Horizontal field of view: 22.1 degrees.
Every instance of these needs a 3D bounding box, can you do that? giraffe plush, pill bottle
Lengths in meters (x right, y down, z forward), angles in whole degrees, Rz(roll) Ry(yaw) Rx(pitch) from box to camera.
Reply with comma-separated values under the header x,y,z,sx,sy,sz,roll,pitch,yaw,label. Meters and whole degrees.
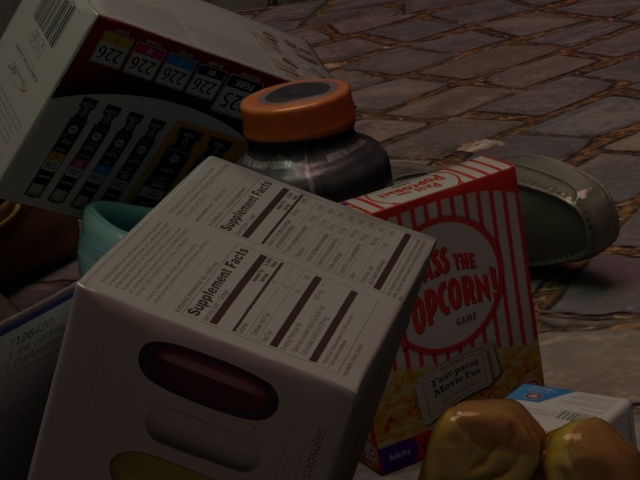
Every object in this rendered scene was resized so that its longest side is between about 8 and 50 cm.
x,y,z,sx,sy,sz,roll,pitch,yaw,label
0.095,0.174,0.922,0.210,0.181,0.170,-43,5,8,giraffe plush
0.000,0.000,1.288,0.130,0.246,0.130,-9,18,3,pill bottle

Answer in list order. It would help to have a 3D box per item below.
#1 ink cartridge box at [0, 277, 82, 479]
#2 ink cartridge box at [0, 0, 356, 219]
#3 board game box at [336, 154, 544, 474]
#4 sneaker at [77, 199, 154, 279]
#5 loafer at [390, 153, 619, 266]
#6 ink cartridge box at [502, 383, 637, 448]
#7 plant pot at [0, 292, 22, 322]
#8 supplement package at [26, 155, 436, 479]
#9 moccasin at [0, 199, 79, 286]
x,y,z,sx,sy,sz,roll,pitch,yaw,label
-0.241,0.163,0.864,0.072,0.307,0.303,31,37,24,ink cartridge box
-0.171,-0.095,1.563,0.309,0.272,0.130,15,29,-40,ink cartridge box
0.081,0.052,1.176,0.146,0.194,0.045,-19,20,-23,board game box
-0.052,0.008,1.443,0.365,0.150,0.135,-5,20,14,sneaker
0.130,-0.015,1.499,0.111,0.112,0.319,-31,19,-36,loafer
0.141,0.147,1.088,0.088,0.052,0.122,6,23,40,ink cartridge box
-0.328,0.100,1.067,0.323,0.323,0.280,1,-11,29,plant pot
-0.060,0.121,0.889,0.145,0.262,0.204,21,24,7,supplement package
-0.390,0.007,1.624,0.139,0.147,0.380,7,25,40,moccasin
